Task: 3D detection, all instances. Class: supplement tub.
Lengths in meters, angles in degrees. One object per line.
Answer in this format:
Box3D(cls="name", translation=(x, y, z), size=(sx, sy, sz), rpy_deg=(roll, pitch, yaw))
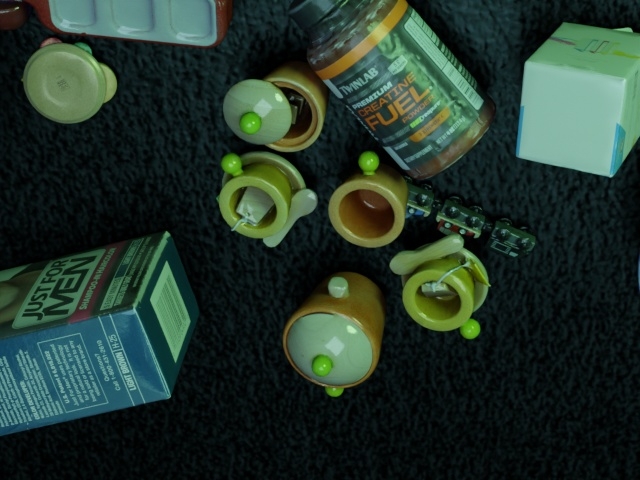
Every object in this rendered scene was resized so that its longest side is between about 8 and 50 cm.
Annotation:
Box3D(cls="supplement tub", translation=(0.060, -0.156, 1.406), size=(0.106, 0.106, 0.198), rpy_deg=(-38, 106, 21))

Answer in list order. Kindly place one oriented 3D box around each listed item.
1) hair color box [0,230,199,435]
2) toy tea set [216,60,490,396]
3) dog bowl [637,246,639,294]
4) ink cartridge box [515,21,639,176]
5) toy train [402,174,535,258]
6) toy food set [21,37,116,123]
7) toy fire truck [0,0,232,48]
Box3D(cls="hair color box", translation=(-0.307, 0.106, 1.530), size=(0.347, 0.174, 0.105), rpy_deg=(-14, 112, 12))
Box3D(cls="toy tea set", translation=(0.000, 0.000, 1.459), size=(0.200, 0.124, 0.336), rpy_deg=(-28, 109, 30))
Box3D(cls="dog bowl", translation=(0.424, 0.014, 1.419), size=(0.265, 0.104, 0.265), rpy_deg=(9, 123, 15))
Box3D(cls="ink cartridge box", translation=(0.239, -0.130, 1.387), size=(0.090, 0.143, 0.092), rpy_deg=(12, 117, 19))
Box3D(cls="toy train", translation=(0.131, -0.021, 1.507), size=(0.158, 0.027, 0.036), rpy_deg=(23, 126, -5))
Box3D(cls="toy food set", translation=(-0.242, -0.151, 1.485), size=(0.083, 0.020, 0.082), rpy_deg=(-39, 106, 21))
Box3D(cls="toy fire truck", translation=(-0.231, -0.280, 1.359), size=(0.302, 0.169, 0.254), rpy_deg=(5, 134, 5))
